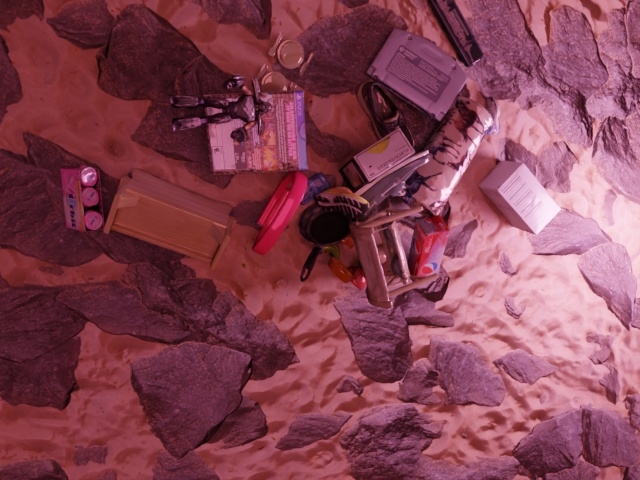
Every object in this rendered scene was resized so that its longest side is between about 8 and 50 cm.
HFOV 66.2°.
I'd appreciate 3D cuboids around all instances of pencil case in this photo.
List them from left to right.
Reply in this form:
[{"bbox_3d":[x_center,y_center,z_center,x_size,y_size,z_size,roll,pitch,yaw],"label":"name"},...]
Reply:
[{"bbox_3d":[0.414,-0.286,1.670,0.184,0.160,0.410,30,93,-6],"label":"pencil case"}]

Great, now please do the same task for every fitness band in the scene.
[{"bbox_3d":[-0.135,-0.090,1.546,0.054,0.209,0.290,29,96,-17],"label":"fitness band"}]

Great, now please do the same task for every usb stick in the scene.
[{"bbox_3d":[0.456,-0.713,1.647,0.077,0.045,0.278,-37,109,3],"label":"usb stick"}]

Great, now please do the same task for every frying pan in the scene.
[{"bbox_3d":[0.029,-0.007,1.585,0.197,0.326,0.053,-10,142,7],"label":"frying pan"}]

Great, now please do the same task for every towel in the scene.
[{"bbox_3d":[-0.030,-0.173,1.650,0.119,0.029,0.067,-34,108,-5],"label":"towel"}]

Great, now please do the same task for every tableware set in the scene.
[{"bbox_3d":[-0.124,-0.537,1.540,0.128,0.039,0.194,25,101,-30],"label":"tableware set"}]

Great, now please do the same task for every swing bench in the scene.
[{"bbox_3d":[0.213,0.044,1.562,0.255,0.165,0.253,-23,105,-36],"label":"swing bench"}]

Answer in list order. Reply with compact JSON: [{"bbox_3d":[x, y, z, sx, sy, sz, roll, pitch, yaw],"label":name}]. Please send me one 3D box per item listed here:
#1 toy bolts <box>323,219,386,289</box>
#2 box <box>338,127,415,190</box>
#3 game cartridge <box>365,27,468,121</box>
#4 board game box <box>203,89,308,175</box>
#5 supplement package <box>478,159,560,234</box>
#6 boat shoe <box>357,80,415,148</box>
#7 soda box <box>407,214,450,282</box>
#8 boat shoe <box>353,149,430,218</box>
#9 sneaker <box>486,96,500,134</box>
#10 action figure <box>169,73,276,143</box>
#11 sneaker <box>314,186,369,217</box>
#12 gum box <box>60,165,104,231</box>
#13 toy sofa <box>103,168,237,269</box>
[{"bbox_3d":[0.127,0.054,1.655,0.158,0.218,0.228,-45,118,9],"label":"toy bolts"},{"bbox_3d":[0.167,-0.246,1.542,0.169,0.290,0.087,-33,94,-4],"label":"box"},{"bbox_3d":[0.322,-0.550,1.610,0.294,0.060,0.196,33,97,-3],"label":"game cartridge"},{"bbox_3d":[-0.190,-0.327,1.492,0.291,0.141,0.232,-4,104,-4],"label":"board game box"},{"bbox_3d":[0.724,-0.159,1.792,0.244,0.139,0.134,43,91,-20],"label":"supplement package"},{"bbox_3d":[0.227,-0.403,1.631,0.103,0.092,0.285,-38,109,-4],"label":"boat shoe"},{"bbox_3d":[0.369,0.038,1.709,0.092,0.083,0.263,-11,138,-11],"label":"soda box"},{"bbox_3d":[0.236,-0.184,1.631,0.319,0.116,0.099,-33,94,20],"label":"boat shoe"},{"bbox_3d":[0.601,-0.440,1.744,0.058,0.052,0.135,-14,105,-7],"label":"sneaker"},{"bbox_3d":[-0.264,-0.357,1.357,0.285,0.099,0.185,-7,99,-7],"label":"action figure"},{"bbox_3d":[0.080,-0.138,1.590,0.094,0.209,0.081,-43,132,-31],"label":"sneaker"},{"bbox_3d":[-0.698,-0.127,1.439,0.062,0.107,0.188,-17,111,-52],"label":"gum box"},{"bbox_3d":[-0.456,-0.064,1.520,0.363,0.177,0.150,21,121,-18],"label":"toy sofa"}]
